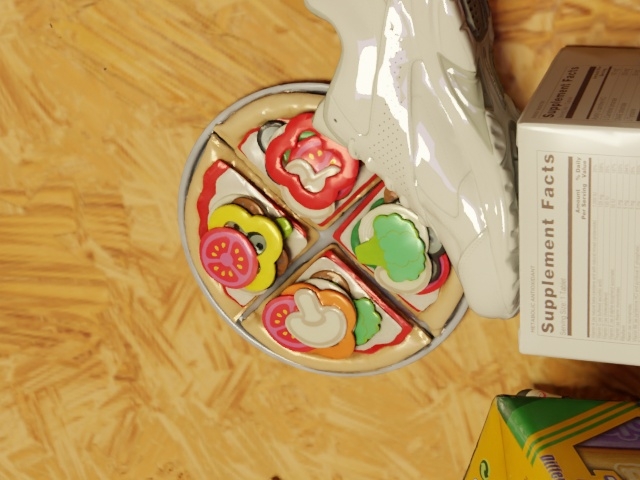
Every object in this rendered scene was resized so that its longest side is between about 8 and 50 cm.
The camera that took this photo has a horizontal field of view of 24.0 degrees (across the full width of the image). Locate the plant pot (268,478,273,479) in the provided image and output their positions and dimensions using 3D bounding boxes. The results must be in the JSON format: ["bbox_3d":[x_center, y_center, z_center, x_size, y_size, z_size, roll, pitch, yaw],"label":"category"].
[{"bbox_3d":[-0.030,0.252,1.032,0.096,0.109,0.109,32,121,-10],"label":"plant pot"}]

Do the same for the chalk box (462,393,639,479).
[{"bbox_3d":[0.228,0.211,0.838,0.289,0.179,0.180,5,121,-20],"label":"chalk box"}]

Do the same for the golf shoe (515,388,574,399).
[{"bbox_3d":[0.142,0.177,0.961,0.086,0.067,0.186,33,125,35],"label":"golf shoe"}]

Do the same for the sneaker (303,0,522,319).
[{"bbox_3d":[0.057,-0.061,0.864,0.115,0.090,0.232,-13,99,24],"label":"sneaker"}]

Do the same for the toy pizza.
[{"bbox_3d":[0.000,0.000,0.942,0.201,0.032,0.201,8,116,17],"label":"toy pizza"}]

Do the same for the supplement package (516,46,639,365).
[{"bbox_3d":[0.234,-0.017,0.788,0.244,0.134,0.139,5,115,18],"label":"supplement package"}]
